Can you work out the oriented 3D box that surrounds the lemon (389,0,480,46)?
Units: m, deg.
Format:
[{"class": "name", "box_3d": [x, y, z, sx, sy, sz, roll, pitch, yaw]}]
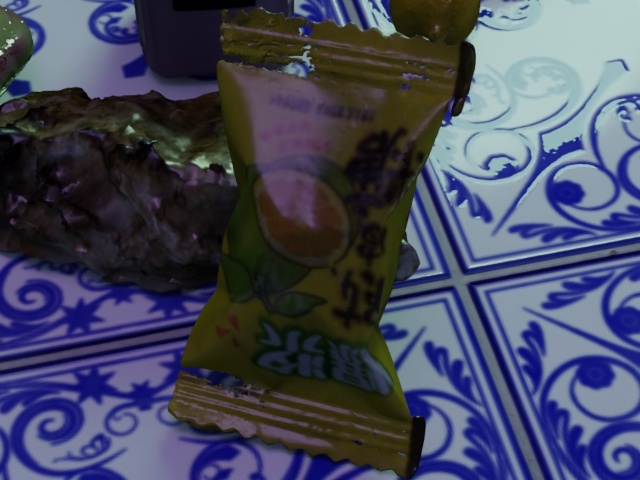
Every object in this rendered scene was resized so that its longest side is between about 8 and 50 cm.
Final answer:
[{"class": "lemon", "box_3d": [0.098, -0.205, 1.388, 0.082, 0.082, 0.111, 8, 48, 8]}]

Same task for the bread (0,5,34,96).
[{"class": "bread", "box_3d": [-0.346, -0.140, 1.330, 0.228, 0.033, 0.228, -10, 34, 6]}]

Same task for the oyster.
[{"class": "oyster", "box_3d": [-0.097, -0.065, 1.248, 0.396, 0.111, 0.204, 8, 44, 14]}]

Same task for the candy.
[{"class": "candy", "box_3d": [0.000, 0.000, 1.102, 0.187, 0.297, 0.081, 11, 6, 15]}]

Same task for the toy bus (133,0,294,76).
[{"class": "toy bus", "box_3d": [-0.090, -0.246, 1.348, 0.142, 0.202, 0.142, -3, 49, -1]}]
